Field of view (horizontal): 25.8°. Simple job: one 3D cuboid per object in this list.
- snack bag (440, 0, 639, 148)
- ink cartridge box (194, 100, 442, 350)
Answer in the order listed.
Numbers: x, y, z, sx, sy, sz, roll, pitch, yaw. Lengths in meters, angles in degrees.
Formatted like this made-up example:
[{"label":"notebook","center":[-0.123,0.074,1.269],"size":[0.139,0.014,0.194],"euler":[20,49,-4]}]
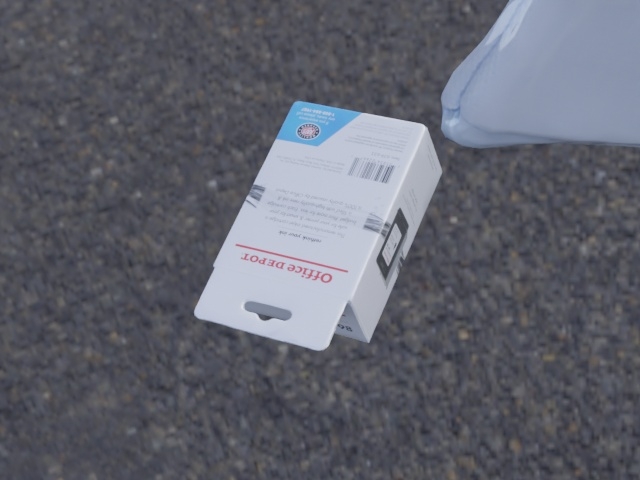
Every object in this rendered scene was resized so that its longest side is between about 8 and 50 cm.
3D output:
[{"label":"snack bag","center":[0.226,-0.116,0.342],"size":[0.323,0.342,0.037],"euler":[1,54,-35]},{"label":"ink cartridge box","center":[0.000,0.000,0.951],"size":[0.104,0.060,0.180],"euler":[14,63,24]}]
